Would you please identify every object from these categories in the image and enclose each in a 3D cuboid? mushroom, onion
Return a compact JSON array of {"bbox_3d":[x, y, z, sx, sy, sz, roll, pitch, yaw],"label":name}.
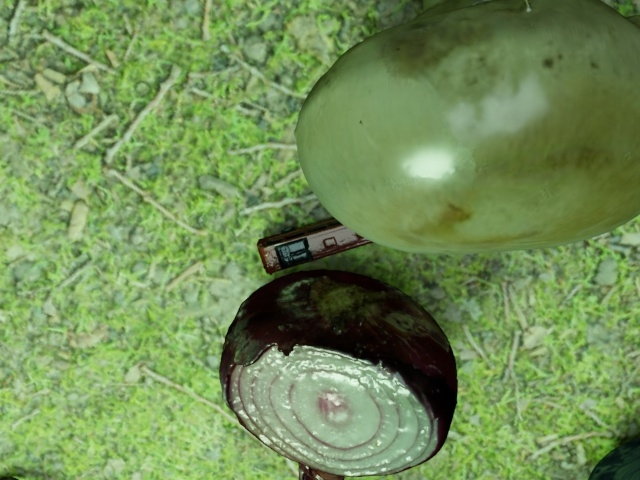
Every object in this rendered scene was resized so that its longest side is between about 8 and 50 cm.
[{"bbox_3d":[0.120,-0.135,0.733,0.292,0.292,0.290,-4,86,3],"label":"mushroom"},{"bbox_3d":[0.015,0.128,0.857,0.195,0.140,0.218,6,128,4],"label":"onion"}]

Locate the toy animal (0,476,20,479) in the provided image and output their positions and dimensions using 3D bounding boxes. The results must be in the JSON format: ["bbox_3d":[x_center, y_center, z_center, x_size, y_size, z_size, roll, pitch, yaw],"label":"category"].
[{"bbox_3d":[-0.303,0.346,0.936,0.214,0.094,0.186,-37,103,6],"label":"toy animal"}]

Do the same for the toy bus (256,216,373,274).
[{"bbox_3d":[0.000,0.000,0.868,0.110,0.043,0.031,-17,102,6],"label":"toy bus"}]

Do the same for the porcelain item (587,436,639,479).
[{"bbox_3d":[0.308,0.234,0.861,0.147,0.147,0.114,-19,101,6],"label":"porcelain item"}]
